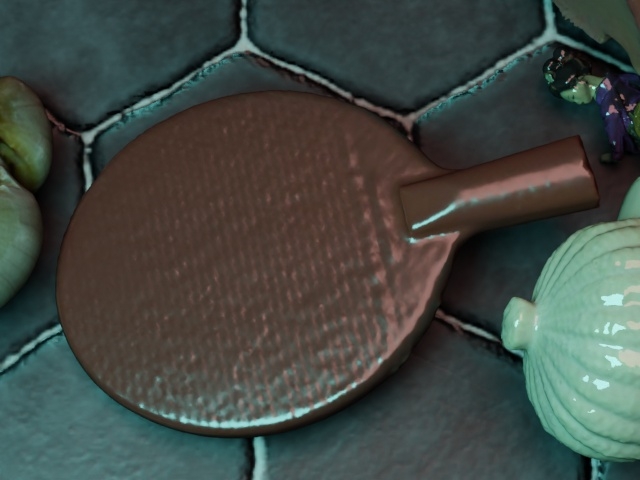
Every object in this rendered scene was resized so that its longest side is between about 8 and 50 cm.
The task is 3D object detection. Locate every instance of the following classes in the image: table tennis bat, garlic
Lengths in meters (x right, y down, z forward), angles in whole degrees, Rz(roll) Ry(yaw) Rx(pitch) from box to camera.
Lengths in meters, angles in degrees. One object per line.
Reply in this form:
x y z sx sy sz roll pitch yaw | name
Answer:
0.000 0.000 1.371 0.415 0.051 0.268 -15 69 7 | table tennis bat
-0.276 -0.014 1.357 0.214 0.191 0.160 -27 97 -22 | garlic

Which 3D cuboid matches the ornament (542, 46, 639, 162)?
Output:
0.259 -0.083 1.431 0.203 0.088 0.081 23 96 21 | ornament

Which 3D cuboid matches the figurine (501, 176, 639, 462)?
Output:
0.297 0.102 1.303 0.332 0.185 0.204 31 38 15 | figurine

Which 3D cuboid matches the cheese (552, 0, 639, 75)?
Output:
0.231 -0.246 1.397 0.128 0.177 0.203 -33 51 -11 | cheese
